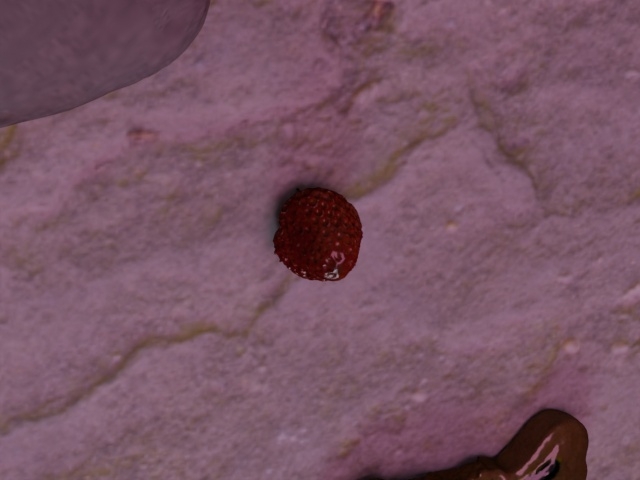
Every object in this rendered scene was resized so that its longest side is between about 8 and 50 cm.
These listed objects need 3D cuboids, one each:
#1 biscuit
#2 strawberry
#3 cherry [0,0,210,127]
[{"bbox_3d":[0.097,0.257,1.612,0.320,0.047,0.183,-31,124,-12],"label":"biscuit"},{"bbox_3d":[0.000,0.000,1.433,0.073,0.083,0.073,-3,112,-6],"label":"strawberry"},{"bbox_3d":[-0.226,-0.202,1.118,0.326,0.291,0.335,-44,137,-25],"label":"cherry"}]
